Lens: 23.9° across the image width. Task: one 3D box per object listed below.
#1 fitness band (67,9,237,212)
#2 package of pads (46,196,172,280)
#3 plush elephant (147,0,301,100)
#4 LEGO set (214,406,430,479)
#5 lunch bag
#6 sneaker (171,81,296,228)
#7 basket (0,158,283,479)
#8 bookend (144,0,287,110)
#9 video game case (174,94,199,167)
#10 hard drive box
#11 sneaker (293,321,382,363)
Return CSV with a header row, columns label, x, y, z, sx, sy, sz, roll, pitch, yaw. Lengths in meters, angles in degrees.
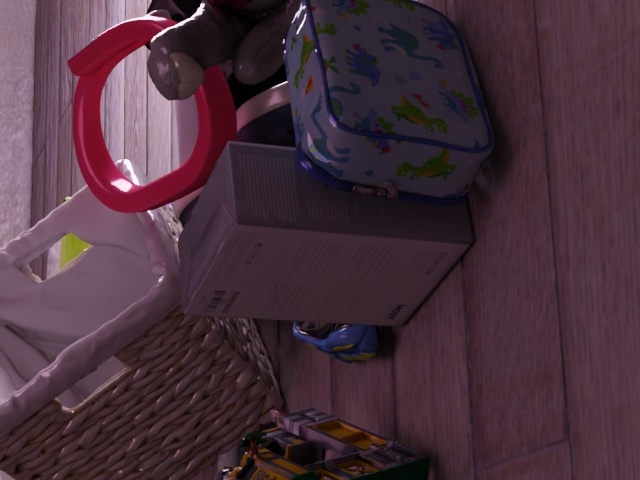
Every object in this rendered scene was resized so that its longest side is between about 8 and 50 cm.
label,x,y,z,sx,sy,sz,roll,pitch,yaw
fitness band,-0.203,-0.145,1.759,0.291,0.054,0.209,-22,89,49
package of pads,-0.286,0.090,2.204,0.101,0.229,0.297,151,121,-67
plush elephant,-0.027,-0.310,1.569,0.255,0.330,0.272,-11,92,49
LEGO set,-0.042,0.306,1.444,0.192,0.255,0.331,17,115,42
lunch bag,0.061,-0.132,1.378,0.219,0.176,0.090,-101,27,-42
sneaker,-0.053,-0.066,1.789,0.350,0.131,0.148,-45,65,52
basket,-0.267,0.136,1.911,0.328,0.266,0.331,-37,35,6
bookend,-0.105,-0.226,1.785,0.157,0.156,0.072,45,123,27
video game case,-0.176,-0.165,2.102,0.300,0.036,0.329,89,176,-61
hard drive box,0.000,0.000,1.432,0.181,0.232,0.089,125,145,-53
sneaker,0.026,0.086,1.610,0.078,0.067,0.188,-67,15,-11
